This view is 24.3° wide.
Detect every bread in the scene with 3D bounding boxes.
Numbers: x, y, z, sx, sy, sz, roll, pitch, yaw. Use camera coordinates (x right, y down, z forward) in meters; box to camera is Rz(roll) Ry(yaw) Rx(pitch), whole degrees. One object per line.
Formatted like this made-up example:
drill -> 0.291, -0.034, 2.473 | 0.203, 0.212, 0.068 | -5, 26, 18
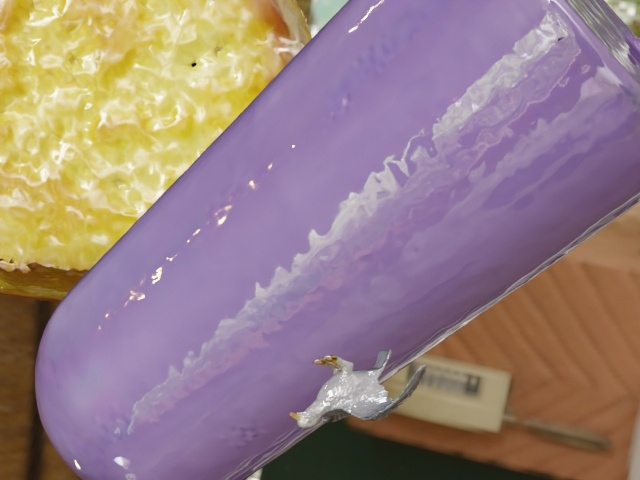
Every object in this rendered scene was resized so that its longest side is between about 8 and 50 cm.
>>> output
bread -> -0.174, -0.121, 1.279 | 0.215, 0.398, 0.398 | -176, 99, -79

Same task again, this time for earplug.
earplug -> 0.000, 0.000, 0.933 | 0.456, 0.215, 0.215 | -40, -4, 18

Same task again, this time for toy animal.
toy animal -> 0.009, 0.061, 0.611 | 0.084, 0.050, 0.028 | 159, 103, -69
